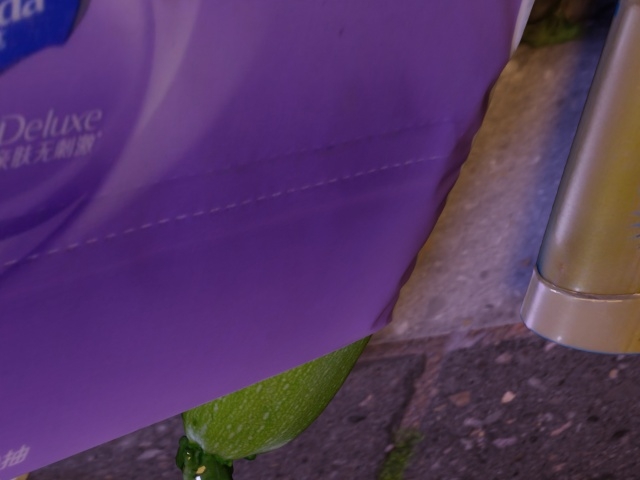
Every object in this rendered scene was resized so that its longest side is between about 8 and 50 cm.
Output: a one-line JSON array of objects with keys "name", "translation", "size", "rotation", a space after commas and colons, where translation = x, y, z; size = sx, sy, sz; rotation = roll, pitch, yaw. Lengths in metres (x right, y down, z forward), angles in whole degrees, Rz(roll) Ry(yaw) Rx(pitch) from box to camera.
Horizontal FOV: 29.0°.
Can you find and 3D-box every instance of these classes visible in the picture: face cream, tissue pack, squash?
[{"name": "face cream", "translation": [0.210, -0.038, 0.766], "size": [0.139, 0.067, 0.285], "rotation": [-8, 134, -18]}, {"name": "tissue pack", "translation": [-0.087, -0.052, 0.439], "size": [0.338, 0.160, 0.242], "rotation": [-16, 133, -44]}, {"name": "squash", "translation": [0.000, 0.000, 0.665], "size": [0.101, 0.101, 0.379], "rotation": [5, 125, -32]}]

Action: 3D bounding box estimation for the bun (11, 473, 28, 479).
[{"name": "bun", "translation": [-0.235, 0.059, 0.566], "size": [0.220, 0.134, 0.220], "rotation": [-10, 108, -33]}]
